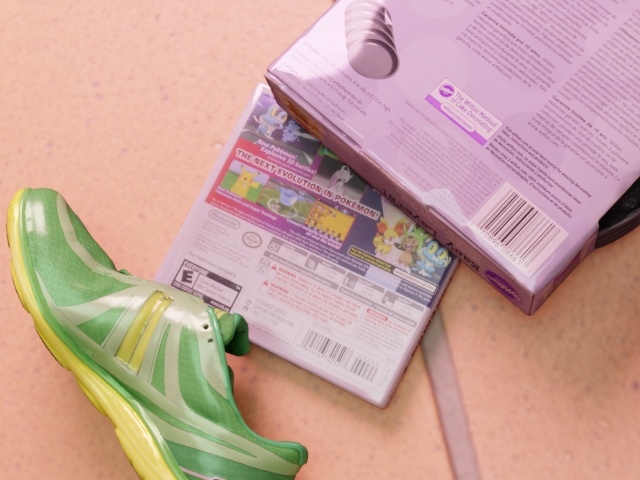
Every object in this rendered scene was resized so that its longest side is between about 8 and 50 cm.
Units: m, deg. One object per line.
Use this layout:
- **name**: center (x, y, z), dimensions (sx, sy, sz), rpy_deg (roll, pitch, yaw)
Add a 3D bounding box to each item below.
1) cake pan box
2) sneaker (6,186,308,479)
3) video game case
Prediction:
- **cake pan box**: center (0.138, -0.115, 0.944), dimensions (0.267, 0.070, 0.245), rpy_deg (40, 81, 16)
- **sneaker**: center (-0.117, 0.075, 0.950), dimensions (0.123, 0.109, 0.295), rpy_deg (-38, 82, -3)
- **video game case**: center (0.000, 0.000, 0.982), dimensions (0.201, 0.023, 0.183), rpy_deg (25, 83, 16)
